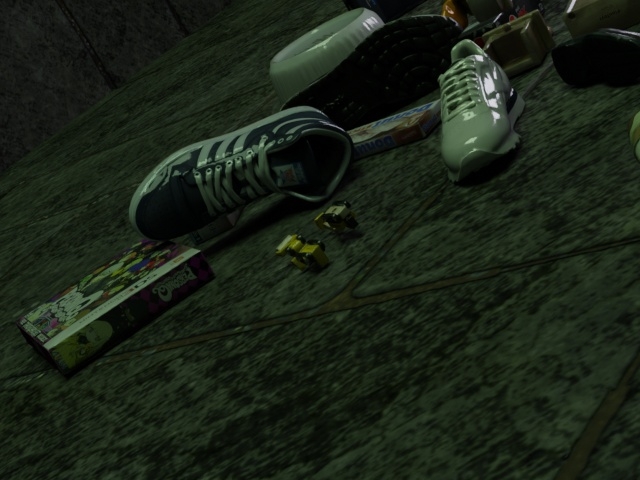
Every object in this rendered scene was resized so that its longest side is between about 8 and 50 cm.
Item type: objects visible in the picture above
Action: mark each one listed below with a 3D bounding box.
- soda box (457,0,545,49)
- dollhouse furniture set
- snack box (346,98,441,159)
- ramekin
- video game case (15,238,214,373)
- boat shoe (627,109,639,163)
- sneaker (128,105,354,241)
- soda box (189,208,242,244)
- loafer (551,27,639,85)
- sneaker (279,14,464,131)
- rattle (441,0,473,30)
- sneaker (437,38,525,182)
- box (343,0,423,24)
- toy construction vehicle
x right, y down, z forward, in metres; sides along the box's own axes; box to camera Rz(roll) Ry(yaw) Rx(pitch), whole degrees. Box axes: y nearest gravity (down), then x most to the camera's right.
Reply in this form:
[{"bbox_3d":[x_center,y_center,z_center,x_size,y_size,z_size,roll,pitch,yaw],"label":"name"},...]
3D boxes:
[{"bbox_3d":[0.243,-0.288,1.886,0.060,0.053,0.169,-20,18,34],"label":"soda box"},{"bbox_3d":[0.272,-0.422,1.687,0.303,0.356,0.174,-23,16,28],"label":"dollhouse furniture set"},{"bbox_3d":[0.075,-0.131,1.764,0.178,0.022,0.064,-16,22,44],"label":"snack box"},{"bbox_3d":[0.022,-0.258,2.097,0.207,0.109,0.207,-28,16,9],"label":"ramekin"},{"bbox_3d":[-0.252,0.071,1.703,0.210,0.042,0.232,-33,15,-15],"label":"video game case"},{"bbox_3d":[0.343,-0.109,1.151,0.190,0.068,0.072,-35,25,22],"label":"boat shoe"},{"bbox_3d":[-0.090,-0.073,1.699,0.282,0.099,0.153,-28,23,-12],"label":"sneaker"},{"bbox_3d":[-0.137,-0.062,1.876,0.063,0.058,0.183,-26,16,17],"label":"soda box"},{"bbox_3d":[0.308,-0.202,1.490,0.061,0.062,0.170,-30,16,-14],"label":"loafer"},{"bbox_3d":[0.067,-0.226,1.936,0.283,0.107,0.124,-28,10,8],"label":"sneaker"},{"bbox_3d":[0.270,-0.355,2.025,0.199,0.130,0.143,-1,33,8],"label":"rattle"},{"bbox_3d":[0.158,-0.140,1.508,0.090,0.095,0.235,-24,18,17],"label":"sneaker"},{"bbox_3d":[0.098,-0.502,2.506,0.175,0.220,0.051,-32,13,-10],"label":"box"},{"bbox_3d":[0.000,0.000,1.490,0.086,0.035,0.098,-49,18,-20],"label":"toy construction vehicle"}]
